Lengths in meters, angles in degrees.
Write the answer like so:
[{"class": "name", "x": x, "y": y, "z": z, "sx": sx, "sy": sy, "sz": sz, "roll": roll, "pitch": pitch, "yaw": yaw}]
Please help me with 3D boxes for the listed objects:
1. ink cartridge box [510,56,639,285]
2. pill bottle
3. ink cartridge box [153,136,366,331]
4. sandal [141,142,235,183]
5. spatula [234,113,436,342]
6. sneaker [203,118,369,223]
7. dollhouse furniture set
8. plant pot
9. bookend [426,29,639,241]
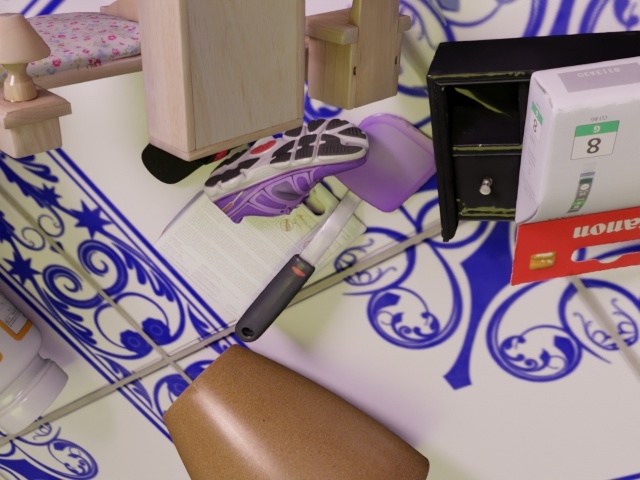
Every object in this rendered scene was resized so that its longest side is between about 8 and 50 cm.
[{"class": "ink cartridge box", "x": 0.245, "y": -0.036, "z": 0.576, "sx": 0.181, "sy": 0.056, "sz": 0.225, "roll": -9, "pitch": 134, "yaw": 0}, {"class": "pill bottle", "x": -0.441, "y": 0.125, "z": 0.944, "sx": 0.136, "sy": 0.136, "sz": 0.246, "roll": -29, "pitch": 111, "yaw": 34}, {"class": "ink cartridge box", "x": -0.064, "y": -0.010, "z": 0.788, "sx": 0.145, "sy": 0.045, "sz": 0.179, "roll": 43, "pitch": 109, "yaw": -13}, {"class": "sandal", "x": -0.113, "y": -0.100, "z": 0.727, "sx": 0.179, "sy": 0.040, "sz": 0.067, "roll": -32, "pitch": 109, "yaw": 34}, {"class": "spatula", "x": 0.000, "y": 0.000, "z": 0.745, "sx": 0.084, "sy": 0.030, "sz": 0.296, "roll": 37, "pitch": 112, "yaw": -8}, {"class": "sneaker", "x": -0.026, "y": -0.061, "z": 0.711, "sx": 0.170, "sy": 0.068, "sz": 0.071, "roll": -16, "pitch": 126, "yaw": 27}, {"class": "dollhouse furniture set", "x": -0.157, "y": -0.208, "z": 0.587, "sx": 0.355, "sy": 0.303, "sz": 0.174, "roll": 27, "pitch": 127, "yaw": 38}, {"class": "plant pot", "x": -0.050, "y": 0.248, "z": 0.858, "sx": 0.254, "sy": 0.237, "sz": 0.237, "roll": 43, "pitch": 128, "yaw": 4}, {"class": "bookend", "x": 0.175, "y": -0.081, "z": 0.619, "sx": 0.156, "sy": 0.072, "sz": 0.157, "roll": 2, "pitch": 125, "yaw": 18}]
